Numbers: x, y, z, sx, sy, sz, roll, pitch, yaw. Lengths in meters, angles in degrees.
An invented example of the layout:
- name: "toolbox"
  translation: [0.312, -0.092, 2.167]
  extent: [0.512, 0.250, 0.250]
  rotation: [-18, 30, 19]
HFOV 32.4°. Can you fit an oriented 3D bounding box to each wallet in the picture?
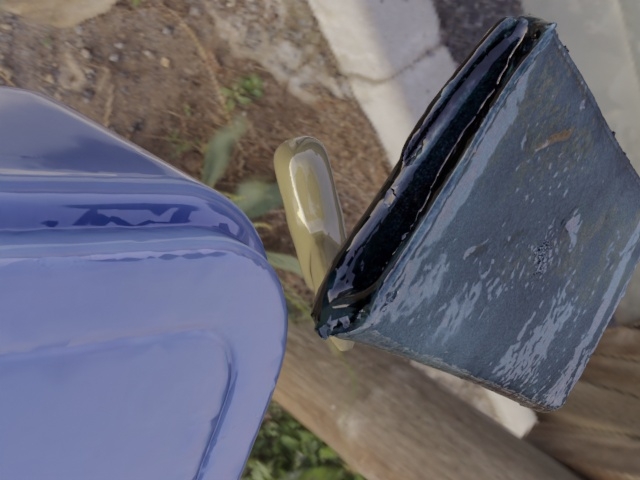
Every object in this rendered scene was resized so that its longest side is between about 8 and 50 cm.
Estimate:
- name: "wallet"
  translation: [0.128, 0.007, 0.685]
  extent: [0.190, 0.046, 0.379]
  rotation: [-59, 150, 2]

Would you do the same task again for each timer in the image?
- name: "timer"
  translation: [-0.214, 0.118, 0.403]
  extent: [0.395, 0.173, 0.395]
  rotation: [-33, 141, -32]

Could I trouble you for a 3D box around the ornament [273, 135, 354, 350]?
- name: "ornament"
  translation: [0.000, 0.000, 1.199]
  extent: [0.061, 0.245, 0.230]
  rotation: [-14, 94, 1]
